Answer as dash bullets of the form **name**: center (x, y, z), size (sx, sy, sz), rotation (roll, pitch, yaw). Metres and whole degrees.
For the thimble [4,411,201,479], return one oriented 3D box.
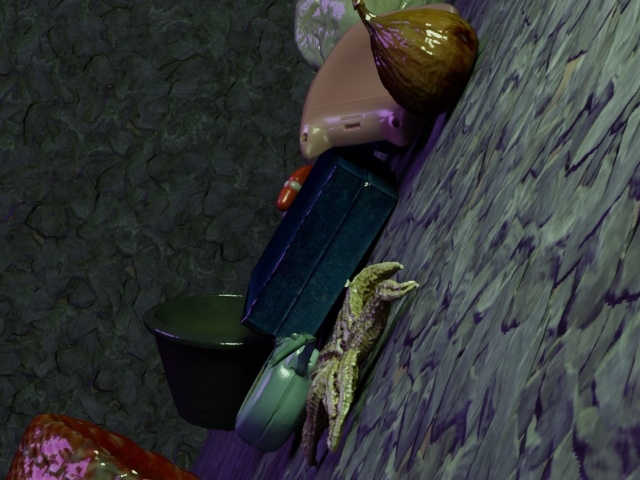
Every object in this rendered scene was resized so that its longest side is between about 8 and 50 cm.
- **thimble**: center (-0.295, 0.403, 2.025), size (0.230, 0.350, 0.350), rotation (-65, 4, -5)

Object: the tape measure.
- **tape measure**: center (-0.041, 0.186, 1.731), size (0.330, 0.084, 0.164), rotation (170, 123, -87)

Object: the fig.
- **fig**: center (0.100, -0.250, 1.808), size (0.133, 0.201, 0.146), rotation (-55, 12, 9)

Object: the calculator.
- **calculator**: center (0.086, -0.242, 2.059), size (0.220, 0.048, 0.329), rotation (-8, 39, 29)

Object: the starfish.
- **starfish**: center (0.030, 0.131, 1.495), size (0.277, 0.062, 0.235), rotation (127, 163, -54)

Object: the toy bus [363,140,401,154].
- **toy bus**: center (0.101, -0.187, 2.185), size (0.185, 0.090, 0.106), rotation (153, 141, -87)

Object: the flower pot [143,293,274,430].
- **flower pot**: center (-0.138, 0.188, 2.201), size (0.269, 0.269, 0.166), rotation (-79, -8, -75)

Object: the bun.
- **bun**: center (0.083, -0.358, 2.557), size (0.281, 0.282, 0.204), rotation (126, 143, -71)

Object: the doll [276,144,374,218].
- **doll**: center (0.016, -0.105, 2.322), size (0.200, 0.105, 0.336), rotation (30, -109, -52)

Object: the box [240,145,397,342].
- **box**: center (0.000, 0.000, 2.087), size (0.261, 0.116, 0.279), rotation (-58, 6, 12)
